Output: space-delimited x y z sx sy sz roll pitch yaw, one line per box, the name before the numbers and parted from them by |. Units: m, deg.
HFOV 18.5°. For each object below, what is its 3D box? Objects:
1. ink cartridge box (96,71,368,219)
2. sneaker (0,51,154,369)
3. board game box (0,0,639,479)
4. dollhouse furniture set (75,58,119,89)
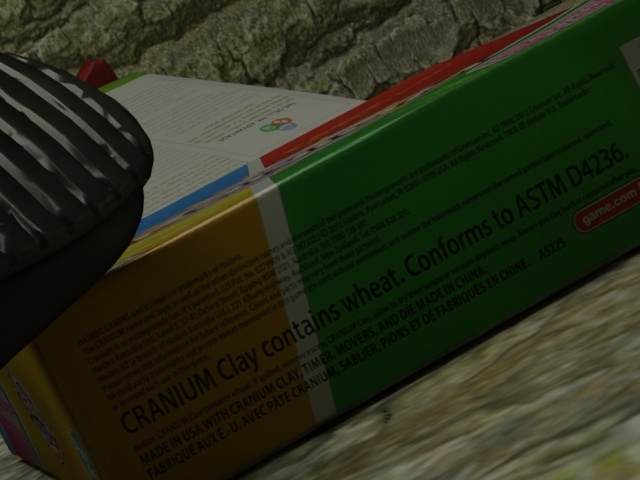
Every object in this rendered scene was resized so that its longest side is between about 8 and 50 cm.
ink cartridge box | -0.067 -0.005 1.021 0.255 0.097 0.189 11 30 41
sneaker | -0.177 0.067 0.449 0.330 0.146 0.122 -31 48 -28
board game box | 0.000 0.000 0.679 0.242 0.064 0.316 -28 5 -15
dollhouse furniture set | -0.237 0.037 1.416 0.201 0.152 0.374 -25 22 21
